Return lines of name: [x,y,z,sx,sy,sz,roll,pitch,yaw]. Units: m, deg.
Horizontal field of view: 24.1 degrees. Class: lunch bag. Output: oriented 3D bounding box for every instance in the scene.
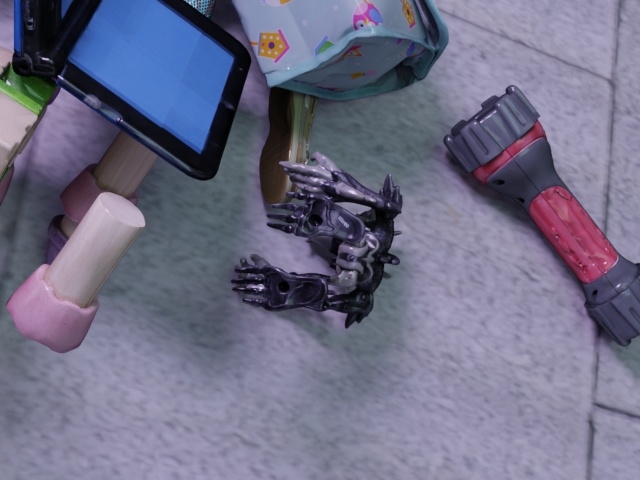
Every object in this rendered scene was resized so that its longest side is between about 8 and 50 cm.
lunch bag: [0.019,-0.266,1.527,0.262,0.160,0.223,-3,70,-63]

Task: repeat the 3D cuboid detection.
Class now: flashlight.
flashlight: [0.263,-0.022,1.630,0.103,0.103,0.304,-41,95,-34]

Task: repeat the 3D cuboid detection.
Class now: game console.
game console: [-0.147,-0.229,1.289,0.173,0.250,0.293,7,29,0]

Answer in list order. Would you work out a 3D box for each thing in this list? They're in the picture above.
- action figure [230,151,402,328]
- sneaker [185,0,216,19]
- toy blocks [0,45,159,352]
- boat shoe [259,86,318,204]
action figure: [0.000,0.000,1.437,0.141,0.276,0.164,22,95,13]
sneaker: [-0.138,-0.215,1.502,0.166,0.065,0.076,-43,113,-29]
toy blocks: [-0.316,-0.036,1.240,0.309,0.260,0.288,33,21,-12]
boat shoe: [-0.027,-0.101,1.523,0.048,0.056,0.153,23,53,-31]
